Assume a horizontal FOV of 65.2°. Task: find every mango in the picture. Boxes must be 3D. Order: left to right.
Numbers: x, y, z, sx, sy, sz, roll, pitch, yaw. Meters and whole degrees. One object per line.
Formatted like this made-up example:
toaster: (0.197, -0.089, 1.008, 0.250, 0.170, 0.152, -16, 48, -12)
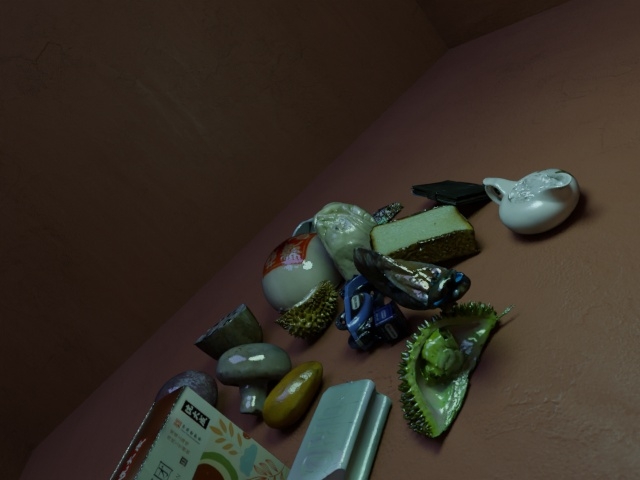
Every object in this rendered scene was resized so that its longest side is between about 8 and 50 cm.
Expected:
mango: (-0.074, 0.439, 1.430, 0.227, 0.109, 0.147, -47, -6, -11)

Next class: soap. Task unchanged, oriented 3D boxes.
soap: (0.038, 0.469, 1.137, 0.173, 0.095, 0.289, -27, 23, 42)

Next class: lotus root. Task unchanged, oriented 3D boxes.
lotus root: (-0.347, 0.387, 2.008, 0.272, 0.192, 0.272, -43, 8, 7)

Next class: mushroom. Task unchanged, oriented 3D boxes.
mushroom: (-0.212, 0.445, 1.601, 0.244, 0.243, 0.243, -38, 18, 15)

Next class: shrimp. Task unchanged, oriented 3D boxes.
shrimp: (0.207, 0.089, 1.209, 0.110, 0.221, 0.446, -51, 15, -12)

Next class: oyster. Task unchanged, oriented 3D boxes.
oyster: (0.271, -0.115, 2.065, 0.148, 0.051, 0.103, -30, 27, 7)

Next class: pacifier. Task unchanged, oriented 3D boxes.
pacifier: (0.000, 0.000, 2.246, 0.279, 0.227, 0.207, -31, 43, -32)

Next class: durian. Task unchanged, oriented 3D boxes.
durian: (-0.018, 0.246, 1.727, 0.138, 0.183, 0.249, 29, 64, 33)
durian: (0.279, 0.269, 1.129, 0.170, 0.157, 0.355, 24, 62, 31)

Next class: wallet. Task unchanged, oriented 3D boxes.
wallet: (0.451, -0.167, 1.711, 0.169, 0.044, 0.317, -13, 15, -14)

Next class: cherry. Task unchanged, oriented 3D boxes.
cherry: (-0.485, 0.584, 1.798, 0.236, 0.212, 0.285, -24, 15, 26)

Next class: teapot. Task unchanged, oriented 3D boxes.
teapot: (0.553, -0.110, 1.309, 0.204, 0.139, 0.298, -51, 20, -16)

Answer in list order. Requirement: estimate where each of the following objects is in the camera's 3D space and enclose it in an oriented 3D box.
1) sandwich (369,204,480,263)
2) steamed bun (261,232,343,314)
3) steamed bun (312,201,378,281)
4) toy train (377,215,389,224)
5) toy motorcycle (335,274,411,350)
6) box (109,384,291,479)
sandwich: (0.301, -0.005, 1.538, 0.301, 0.099, 0.271, -18, 17, 9)
steamed bun: (-0.084, 0.111, 1.999, 0.374, 0.241, 0.374, -37, 15, 12)
steamed bun: (0.109, -0.010, 1.782, 0.206, 0.320, 0.275, -34, -19, 2)
toy train: (0.242, -0.019, 1.854, 0.099, 0.081, 0.149, -37, 18, 16)
toy motorcycle: (0.155, 0.188, 1.513, 0.213, 0.125, 0.358, -29, 23, 14)
box: (-0.244, 0.564, 1.040, 0.122, 0.385, 0.344, -34, 20, 29)
